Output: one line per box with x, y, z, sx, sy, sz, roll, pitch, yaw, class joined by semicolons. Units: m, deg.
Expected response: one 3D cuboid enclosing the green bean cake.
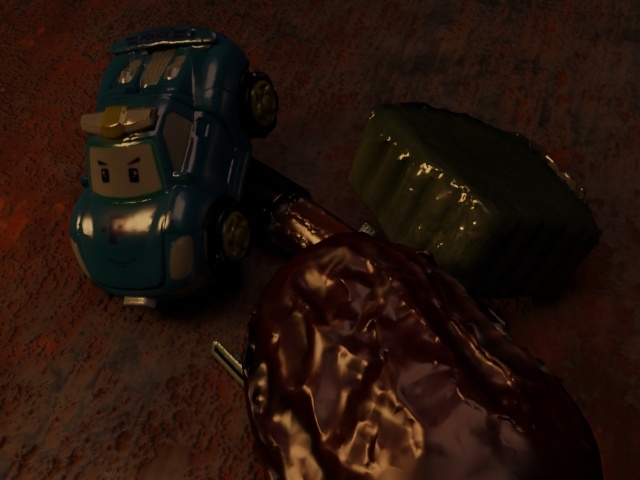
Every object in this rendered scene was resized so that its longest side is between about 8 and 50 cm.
0.160;-0.046;1.030;0.222;0.125;0.227;1;42;-37;green bean cake

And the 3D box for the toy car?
-0.176;-0.086;1.047;0.198;0.166;0.314;1;69;28;toy car

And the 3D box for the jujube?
0.075;0.164;0.812;0.258;0.258;0.377;-18;42;-13;jujube

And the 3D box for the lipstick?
0.000;0.000;1.071;0.418;0.077;0.077;35;57;29;lipstick

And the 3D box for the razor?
-0.014;0.065;0.997;0.211;0.036;0.084;-46;56;-5;razor
